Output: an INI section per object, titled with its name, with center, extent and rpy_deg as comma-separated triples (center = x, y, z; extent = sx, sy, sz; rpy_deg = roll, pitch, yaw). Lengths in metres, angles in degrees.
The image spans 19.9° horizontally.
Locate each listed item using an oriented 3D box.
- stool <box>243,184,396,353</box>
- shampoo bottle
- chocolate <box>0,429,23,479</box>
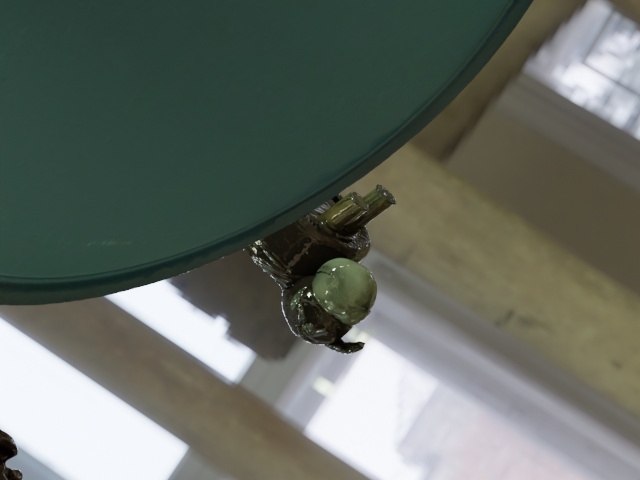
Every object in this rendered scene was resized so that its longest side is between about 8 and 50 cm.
[stool]
center = 0.000, 0.000, 1.627
extent = 0.121, 0.217, 0.125
rpy_deg = -43, -42, 23
[shampoo bottle]
center = -0.117, -0.205, 0.761
extent = 0.331, 0.343, 0.331
rpy_deg = -26, -28, -15
[chocolate]
center = -0.222, 0.209, 1.124
extent = 0.177, 0.206, 0.224
rpy_deg = -62, 0, 3
